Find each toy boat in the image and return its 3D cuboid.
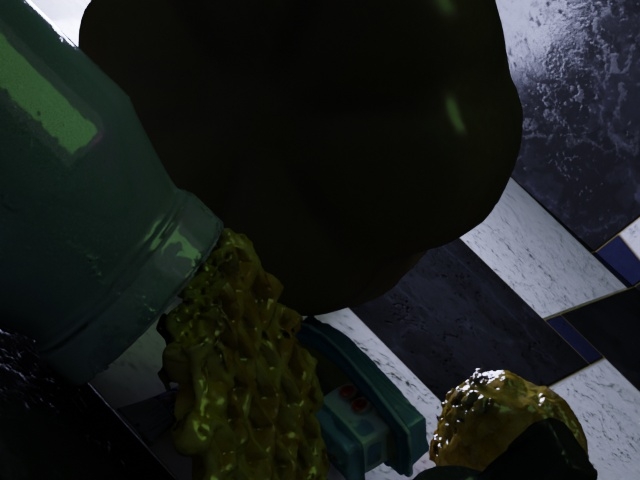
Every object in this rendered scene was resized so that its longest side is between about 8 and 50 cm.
[{"bbox_3d":[0.008,0.159,1.691,0.238,0.098,0.109,44,-27,38],"label":"toy boat"}]

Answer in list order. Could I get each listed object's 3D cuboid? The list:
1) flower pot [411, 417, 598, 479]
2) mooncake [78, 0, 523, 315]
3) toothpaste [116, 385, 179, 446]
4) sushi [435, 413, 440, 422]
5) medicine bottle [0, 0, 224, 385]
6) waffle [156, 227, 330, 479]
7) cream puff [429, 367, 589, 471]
[{"bbox_3d":[0.146,0.309,1.251,0.299,0.283,0.299,32,22,-14],"label":"flower pot"},{"bbox_3d":[-0.024,-0.144,1.735,0.467,0.467,0.262,43,19,8],"label":"mooncake"},{"bbox_3d":[-0.134,0.151,1.495,0.045,0.028,0.170,50,20,7],"label":"toothpaste"},{"bbox_3d":[0.202,0.258,1.942,0.126,0.026,0.120,31,21,-28],"label":"sushi"},{"bbox_3d":[-0.249,-0.042,1.372,0.290,0.245,0.245,44,16,-12],"label":"medicine bottle"},{"bbox_3d":[-0.063,0.139,1.430,0.312,0.060,0.307,0,73,-74],"label":"waffle"},{"bbox_3d":[0.195,0.229,1.751,0.129,0.189,0.189,3,41,-53],"label":"cream puff"}]
